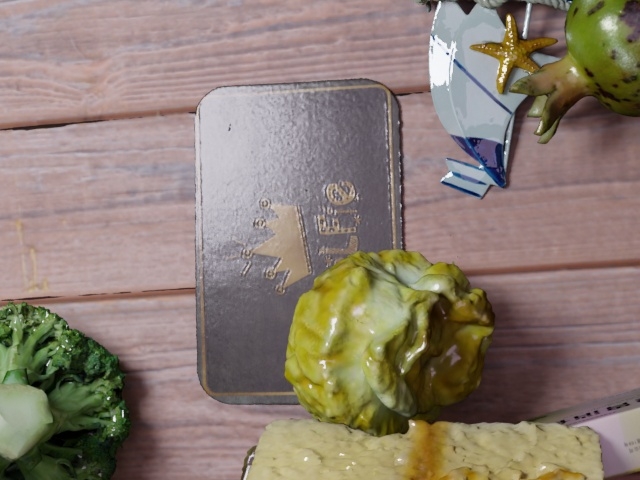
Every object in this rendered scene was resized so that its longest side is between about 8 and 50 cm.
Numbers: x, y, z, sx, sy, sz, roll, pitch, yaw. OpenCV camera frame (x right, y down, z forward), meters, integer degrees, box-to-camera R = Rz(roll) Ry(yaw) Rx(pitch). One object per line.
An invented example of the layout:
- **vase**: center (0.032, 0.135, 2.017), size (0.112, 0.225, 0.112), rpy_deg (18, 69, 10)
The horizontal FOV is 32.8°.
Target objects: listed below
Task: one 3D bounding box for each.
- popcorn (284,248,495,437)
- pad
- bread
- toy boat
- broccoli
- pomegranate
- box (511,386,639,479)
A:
- **popcorn**: center (0.068, 0.109, 1.122), size (0.184, 0.221, 0.204), rpy_deg (23, 123, 42)
- **pad**: center (0.001, 0.000, 1.220), size (0.315, 0.063, 0.375), rpy_deg (-2, 88, 9)
- **bread**: center (0.049, 0.372, 0.992), size (0.346, 0.242, 0.404), rpy_deg (10, 113, 1)
- **toy boat**: center (0.191, -0.192, 1.211), size (0.221, 0.067, 0.291), rpy_deg (10, 102, 6)
- **broccoli**: center (-0.333, 0.196, 1.170), size (0.270, 0.270, 0.269), rpy_deg (4, 76, -14)
- **pomegranate**: center (0.299, -0.181, 1.107), size (0.220, 0.156, 0.156), rpy_deg (-44, 82, -3)
- **box**: center (0.280, 0.201, 1.107), size (0.261, 0.175, 0.062), rpy_deg (-17, 84, 8)
